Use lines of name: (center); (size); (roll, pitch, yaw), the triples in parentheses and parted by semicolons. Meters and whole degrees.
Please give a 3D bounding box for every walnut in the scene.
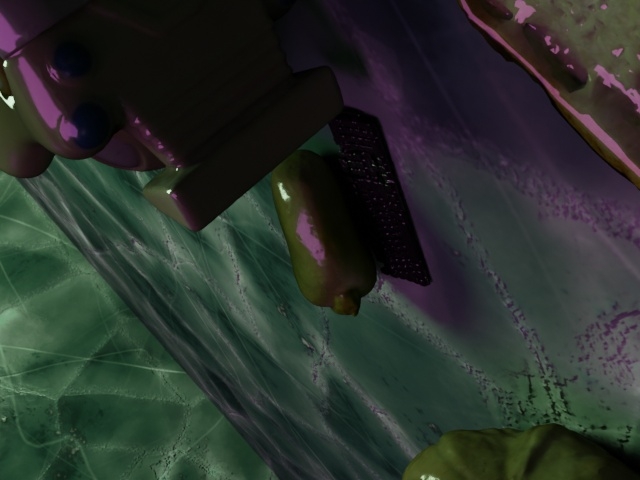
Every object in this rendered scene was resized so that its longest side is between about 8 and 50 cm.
walnut: (0.183, 0.303, 0.676); (0.253, 0.282, 0.277); (-92, -11, -51)

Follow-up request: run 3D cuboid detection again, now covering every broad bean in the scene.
broad bean: (0.000, 0.000, 0.753); (0.174, 0.082, 0.124); (64, 179, -40)

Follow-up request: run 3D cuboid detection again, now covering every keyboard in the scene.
keyboard: (0.053, -0.034, 0.702); (0.060, 0.018, 0.195); (23, 147, 44)

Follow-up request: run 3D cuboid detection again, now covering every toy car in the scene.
toy car: (-0.165, -0.146, 0.653); (0.226, 0.242, 0.336); (55, 157, -20)

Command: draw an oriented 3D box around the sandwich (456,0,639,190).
sandwich: (0.158, -0.120, 0.257); (0.226, 0.087, 0.251); (44, 155, 11)
